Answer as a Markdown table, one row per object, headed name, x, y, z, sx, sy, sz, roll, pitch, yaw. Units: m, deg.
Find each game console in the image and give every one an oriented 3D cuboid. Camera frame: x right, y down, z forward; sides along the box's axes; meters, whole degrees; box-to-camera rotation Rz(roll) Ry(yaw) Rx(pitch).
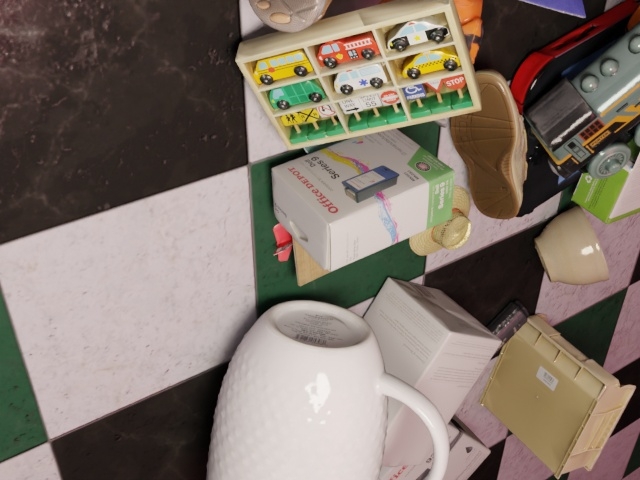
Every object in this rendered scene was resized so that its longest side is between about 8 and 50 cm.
| name | x | y | z | sx | sy | sz | roll | pitch | yaw |
| --- | --- | --- | --- | --- | --- | --- | --- | --- | --- |
| game console | 0.498 | -0.248 | 1.419 | 0.386 | 0.060 | 0.342 | -30 | 135 | -18 |

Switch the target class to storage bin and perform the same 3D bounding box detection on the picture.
| name | x | y | z | sx | sy | sz | roll | pitch | yaw |
| --- | --- | --- | --- | --- | --- | --- | --- | --- | --- |
| storage bin | 0.518 | 0.337 | 1.724 | 0.123 | 0.262 | 0.260 | -4 | 123 | -35 |

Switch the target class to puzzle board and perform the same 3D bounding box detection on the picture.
| name | x | y | z | sx | sy | sz | roll | pitch | yaw |
| --- | --- | --- | --- | --- | --- | --- | --- | --- | --- |
| puzzle board | 0.000 | 0.000 | 1.185 | 0.096 | 0.011 | 0.128 | -24 | 129 | -25 |

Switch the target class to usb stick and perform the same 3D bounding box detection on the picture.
| name | x | y | z | sx | sy | sz | roll | pitch | yaw |
| --- | --- | --- | --- | --- | --- | --- | --- | --- | --- |
| usb stick | 0.341 | 0.244 | 1.668 | 0.278 | 0.045 | 0.077 | -46 | 137 | -3 |

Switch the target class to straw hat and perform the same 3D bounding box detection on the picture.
| name | x | y | z | sx | sy | sz | roll | pitch | yaw |
| --- | --- | --- | --- | --- | --- | --- | --- | --- | --- |
| straw hat | 0.231 | -0.019 | 1.368 | 0.144 | 0.061 | 0.145 | -21 | 131 | -26 |

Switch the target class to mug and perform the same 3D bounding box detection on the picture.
| name | x | y | z | sx | sy | sz | roll | pitch | yaw |
| --- | --- | --- | --- | --- | --- | --- | --- | --- | --- |
| mug | 0.016 | 0.288 | 1.205 | 0.276 | 0.374 | 0.328 | -35 | 138 | -63 |

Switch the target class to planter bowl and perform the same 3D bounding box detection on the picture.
| name | x | y | z | sx | sy | sz | roll | pitch | yaw |
| --- | --- | --- | --- | --- | --- | --- | --- | --- | --- |
| planter bowl | 0.498 | 0.023 | 1.566 | 0.109 | 0.162 | 0.162 | -22 | 138 | 11 |

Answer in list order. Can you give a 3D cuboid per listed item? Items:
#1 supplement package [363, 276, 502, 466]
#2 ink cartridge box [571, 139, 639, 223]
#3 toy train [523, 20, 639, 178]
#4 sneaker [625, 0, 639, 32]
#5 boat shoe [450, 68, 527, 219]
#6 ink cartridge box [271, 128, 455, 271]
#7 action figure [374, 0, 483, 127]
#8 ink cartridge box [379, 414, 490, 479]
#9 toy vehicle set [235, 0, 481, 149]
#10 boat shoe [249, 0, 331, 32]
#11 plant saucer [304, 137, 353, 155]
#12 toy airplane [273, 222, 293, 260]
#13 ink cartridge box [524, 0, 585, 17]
| name | x | y | z | sx | sy | sz | roll | pitch | yaw |
| --- | --- | --- | --- | --- | --- | --- | --- | --- | --- |
| supplement package | 0.152 | 0.243 | 1.414 | 0.177 | 0.175 | 0.293 | 16 | 109 | -46 |
| ink cartridge box | 0.614 | -0.177 | 1.483 | 0.188 | 0.097 | 0.255 | -17 | 134 | -32 |
| toy train | 0.488 | -0.232 | 1.241 | 0.334 | 0.142 | 0.190 | -40 | 140 | 24 |
| sneaker | 0.568 | -0.483 | 1.233 | 0.321 | 0.180 | 0.124 | -53 | 161 | 28 |
| boat shoe | 0.290 | -0.169 | 1.284 | 0.098 | 0.109 | 0.302 | -61 | 145 | -33 |
| ink cartridge box | 0.058 | -0.064 | 1.089 | 0.212 | 0.154 | 0.093 | -24 | 135 | -22 |
| action figure | 0.135 | -0.365 | 1.004 | 0.341 | 0.178 | 0.330 | 31 | 93 | -18 |
| ink cartridge box | 0.197 | 0.454 | 1.644 | 0.223 | 0.129 | 0.307 | -49 | 138 | 2 |
| toy vehicle set | 0.050 | -0.202 | 0.956 | 0.266 | 0.035 | 0.166 | -9 | 141 | 21 |
| boat shoe | -0.020 | -0.400 | 0.853 | 0.116 | 0.123 | 0.325 | -41 | 142 | -62 |
| plant saucer | 0.017 | -0.172 | 1.106 | 0.119 | 0.021 | 0.119 | -22 | 133 | -26 |
| toy airplane | -0.013 | -0.010 | 1.197 | 0.151 | 0.028 | 0.151 | -17 | 124 | -28 |
| ink cartridge box | 0.198 | -0.429 | 0.876 | 0.303 | 0.307 | 0.072 | 0 | 163 | -36 |
